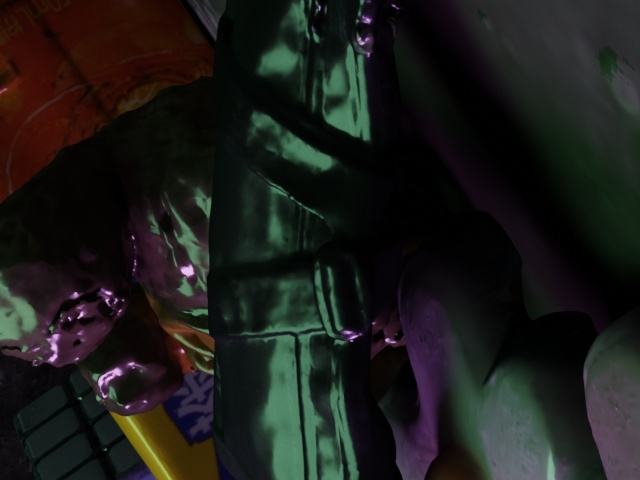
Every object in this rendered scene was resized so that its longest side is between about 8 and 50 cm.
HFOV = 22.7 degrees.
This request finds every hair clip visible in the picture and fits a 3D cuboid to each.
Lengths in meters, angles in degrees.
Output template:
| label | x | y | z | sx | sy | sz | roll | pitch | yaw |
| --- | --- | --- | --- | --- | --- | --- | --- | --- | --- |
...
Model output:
| label | x | y | z | sx | sy | sz | roll | pitch | yaw |
| --- | --- | --- | --- | --- | --- | --- | --- | --- | --- |
| hair clip | 0.075 | 0.074 | 0.385 | 0.257 | 0.075 | 0.146 | -141 | 50 | -76 |

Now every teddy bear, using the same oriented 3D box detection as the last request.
| label | x | y | z | sx | sy | sz | roll | pitch | yaw |
| --- | --- | --- | --- | --- | --- | --- | --- | --- | --- |
| teddy bear | -0.008 | 0.027 | 0.592 | 0.190 | 0.177 | 0.140 | 60 | -143 | -32 |

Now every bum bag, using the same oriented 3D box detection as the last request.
| label | x | y | z | sx | sy | sz | roll | pitch | yaw |
| --- | --- | --- | --- | --- | --- | --- | --- | --- | --- |
| bum bag | 0.000 | 0.000 | 0.444 | 0.087 | 0.049 | 0.197 | 20 | 114 | 53 |

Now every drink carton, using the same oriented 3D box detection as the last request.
| label | x | y | z | sx | sy | sz | roll | pitch | yaw |
| --- | --- | --- | --- | --- | --- | --- | --- | --- | --- |
| drink carton | -0.069 | 0.021 | 0.861 | 0.351 | 0.154 | 0.111 | 55 | 174 | 1 |

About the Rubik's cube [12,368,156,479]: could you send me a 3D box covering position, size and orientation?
| label | x | y | z | sx | sy | sz | roll | pitch | yaw |
| --- | --- | --- | --- | --- | --- | --- | --- | --- | --- |
| Rubik's cube | -0.129 | 0.295 | 1.936 | 0.344 | 0.337 | 0.344 | 57 | 174 | -27 |
